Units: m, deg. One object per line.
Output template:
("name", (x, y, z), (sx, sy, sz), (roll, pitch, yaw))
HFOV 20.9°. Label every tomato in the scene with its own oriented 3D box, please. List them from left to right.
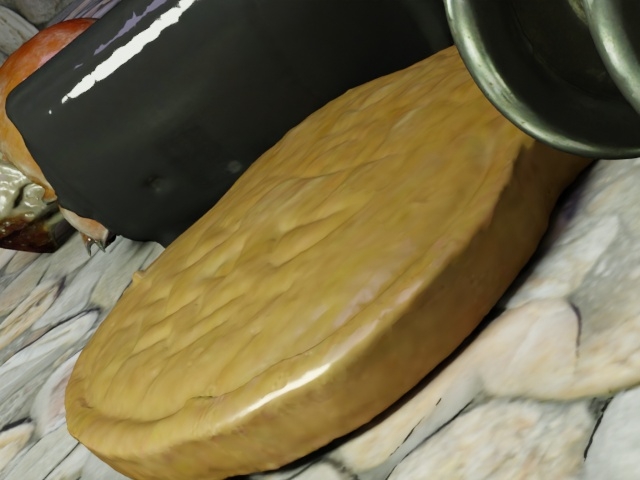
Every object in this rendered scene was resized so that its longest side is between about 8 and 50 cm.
("tomato", (-0.198, -0.101, 1.437), (0.181, 0.155, 0.214), (-59, 1, 1))

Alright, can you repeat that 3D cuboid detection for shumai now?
("shumai", (-0.261, -0.050, 1.630), (0.201, 0.201, 0.120), (-140, 58, -73))

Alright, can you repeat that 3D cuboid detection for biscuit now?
("biscuit", (-0.001, -0.002, 1.010), (0.365, 0.062, 0.385), (-46, 18, -24))

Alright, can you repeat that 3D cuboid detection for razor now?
("razor", (-0.047, -0.134, 1.225), (0.349, 0.204, 0.113), (-39, 47, 12))

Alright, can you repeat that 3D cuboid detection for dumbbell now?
("dumbbell", (0.165, -0.125, 0.748), (0.192, 0.192, 0.290), (-44, 19, -10))
